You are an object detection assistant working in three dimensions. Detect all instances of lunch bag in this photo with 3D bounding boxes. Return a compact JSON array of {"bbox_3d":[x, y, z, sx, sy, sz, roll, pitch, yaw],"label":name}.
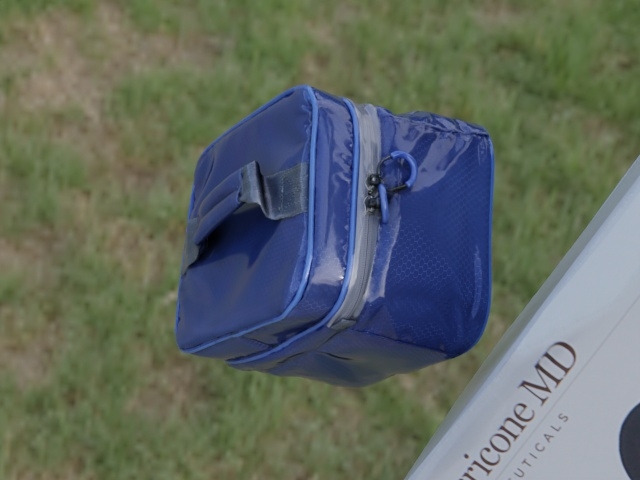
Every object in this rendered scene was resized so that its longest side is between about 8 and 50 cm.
[{"bbox_3d":[0.000,0.000,0.534,0.065,0.098,0.067,10,72,-23],"label":"lunch bag"}]

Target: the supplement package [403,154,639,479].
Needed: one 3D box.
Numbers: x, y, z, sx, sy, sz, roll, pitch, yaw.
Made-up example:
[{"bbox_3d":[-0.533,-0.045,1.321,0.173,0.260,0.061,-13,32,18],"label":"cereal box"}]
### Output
[{"bbox_3d":[0.165,0.034,0.506,0.203,0.194,0.149,36,25,5],"label":"supplement package"}]
